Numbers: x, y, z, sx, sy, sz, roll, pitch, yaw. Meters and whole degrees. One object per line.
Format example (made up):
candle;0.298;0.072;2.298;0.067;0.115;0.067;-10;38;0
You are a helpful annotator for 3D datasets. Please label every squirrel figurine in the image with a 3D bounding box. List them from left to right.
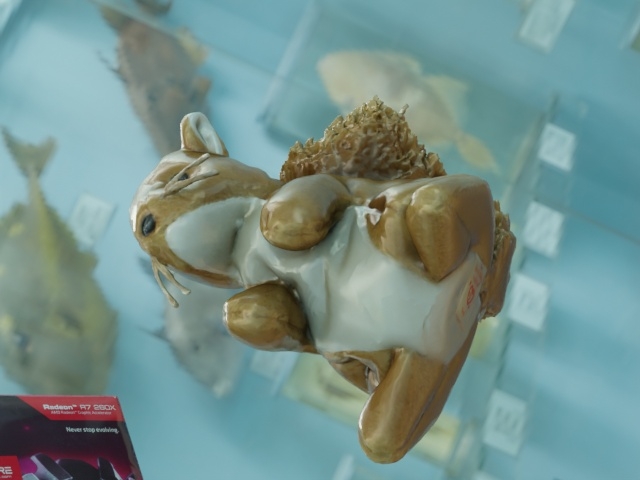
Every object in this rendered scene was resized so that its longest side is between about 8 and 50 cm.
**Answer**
squirrel figurine;0.000;0.000;1.678;0.397;0.370;0.281;-32;-46;-59

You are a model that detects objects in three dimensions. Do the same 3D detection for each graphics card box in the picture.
graphics card box;-0.278;0.327;1.610;0.094;0.232;0.371;-52;46;37
